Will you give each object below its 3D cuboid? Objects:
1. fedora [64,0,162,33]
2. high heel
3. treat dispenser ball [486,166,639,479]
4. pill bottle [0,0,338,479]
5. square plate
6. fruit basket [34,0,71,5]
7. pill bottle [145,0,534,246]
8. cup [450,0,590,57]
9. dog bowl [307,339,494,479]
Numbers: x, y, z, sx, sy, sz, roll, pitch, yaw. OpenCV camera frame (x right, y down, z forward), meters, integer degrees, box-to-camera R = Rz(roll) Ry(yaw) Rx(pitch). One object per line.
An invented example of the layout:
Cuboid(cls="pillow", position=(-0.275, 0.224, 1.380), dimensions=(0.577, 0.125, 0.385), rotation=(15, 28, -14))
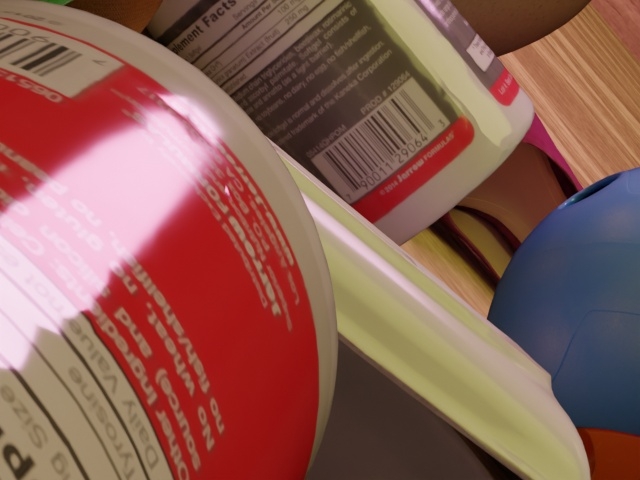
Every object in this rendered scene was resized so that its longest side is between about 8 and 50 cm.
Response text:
Cuboid(cls="fedora", position=(-0.144, -0.166, 1.028), dimensions=(0.194, 0.079, 0.194), rotation=(16, 30, -10))
Cuboid(cls="high heel", position=(0.189, -0.006, 1.451), dimensions=(0.377, 0.127, 0.181), rotation=(37, 14, -45))
Cuboid(cls="treat dispenser ball", position=(0.258, 0.087, 1.214), dimensions=(0.288, 0.288, 0.288), rotation=(44, 21, -21))
Cuboid(cls="pill bottle", position=(-0.140, 0.081, 0.418), dimensions=(0.229, 0.229, 0.408), rotation=(50, 20, -6))
Cuboid(cls="square plate", position=(0.000, 0.000, 0.919), dimensions=(0.347, 0.049, 0.344), rotation=(39, 1, -1))
Cuboid(cls="fruit basket", position=(-0.186, -0.273, 0.733), dimensions=(0.392, 0.392, 0.283), rotation=(39, 23, -33))
Cuboid(cls="pill bottle", position=(-0.013, -0.154, 1.198), dimensions=(0.318, 0.176, 0.176), rotation=(50, 19, -8))
Cuboid(cls="cup", position=(0.054, -0.271, 1.427), dimensions=(0.331, 0.331, 0.237), rotation=(52, 45, -1))
Cuboid(cls="dog bowl", position=(0.010, 0.167, 0.792), dimensions=(0.265, 0.104, 0.265), rotation=(44, 21, -22))
